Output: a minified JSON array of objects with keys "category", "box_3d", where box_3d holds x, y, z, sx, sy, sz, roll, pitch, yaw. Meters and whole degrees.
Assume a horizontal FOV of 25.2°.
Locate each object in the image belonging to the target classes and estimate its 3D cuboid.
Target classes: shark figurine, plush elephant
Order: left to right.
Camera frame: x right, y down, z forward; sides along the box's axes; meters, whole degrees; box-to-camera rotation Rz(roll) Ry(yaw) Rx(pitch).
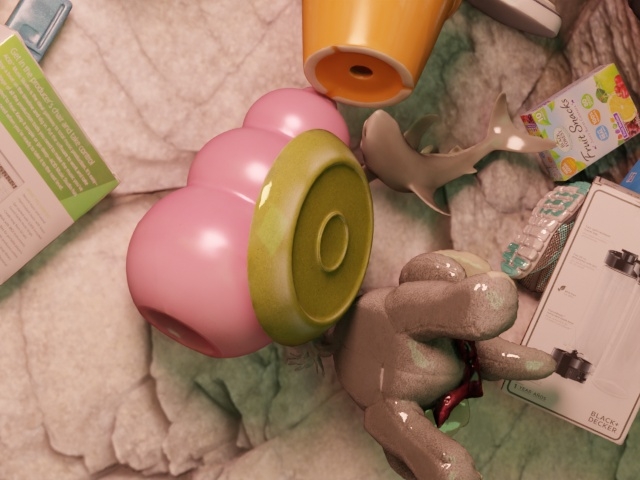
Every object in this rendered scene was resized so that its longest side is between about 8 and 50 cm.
[{"category":"shark figurine","box_3d":[0.149,-0.081,1.751,0.278,0.116,0.166,-6,138,-40]},{"category":"plush elephant","box_3d":[0.150,0.139,1.703,0.255,0.330,0.271,-3,102,-43]}]

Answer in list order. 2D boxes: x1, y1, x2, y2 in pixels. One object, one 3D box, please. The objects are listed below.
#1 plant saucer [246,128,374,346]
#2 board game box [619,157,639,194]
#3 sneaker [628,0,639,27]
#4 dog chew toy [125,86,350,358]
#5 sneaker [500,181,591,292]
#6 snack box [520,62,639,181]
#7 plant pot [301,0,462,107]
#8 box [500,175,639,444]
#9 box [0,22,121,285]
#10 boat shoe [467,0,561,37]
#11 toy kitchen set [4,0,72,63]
[{"category":"plant saucer","box_3d":[0.000,0.000,1.557,0.241,0.037,0.240,-28,123,-56]},{"category":"board game box","box_3d":[0.611,-0.100,1.902,0.308,0.086,0.302,36,95,-18]},{"category":"sneaker","box_3d":[0.415,-0.351,1.874,0.087,0.130,0.227,-40,132,-20]},{"category":"dog chew toy","box_3d":[-0.078,-0.034,1.639,0.207,0.207,0.331,35,71,-17]},{"category":"sneaker","box_3d":[0.303,-0.003,1.854,0.166,0.065,0.076,-50,123,-9]},{"category":"snack box","box_3d":[0.343,-0.154,1.868,0.141,0.037,0.100,-32,101,-17]},{"category":"plant pot","box_3d":[0.060,-0.263,1.645,0.205,0.205,0.187,21,63,-19]},{"category":"box","box_3d":[0.358,0.085,1.777,0.169,0.087,0.289,23,102,9]},{"category":"box","box_3d":[-0.399,-0.047,1.541,0.322,0.058,0.232,-41,130,-14]},{"category":"boat shoe","box_3d":[0.198,-0.348,1.786,0.268,0.096,0.088,29,86,-10]},{"category":"toy kitchen set","box_3d":[-0.374,-0.265,1.532,0.207,0.166,0.122,31,81,-18]}]
